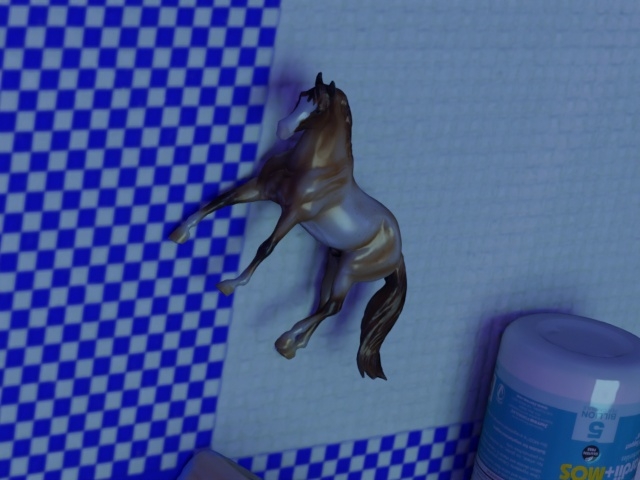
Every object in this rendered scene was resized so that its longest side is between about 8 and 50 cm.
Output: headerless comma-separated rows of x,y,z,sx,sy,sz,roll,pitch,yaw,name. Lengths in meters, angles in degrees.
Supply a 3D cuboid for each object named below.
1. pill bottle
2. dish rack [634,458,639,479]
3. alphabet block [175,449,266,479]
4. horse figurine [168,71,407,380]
0.213,0.210,1.816,0.146,0.146,0.264,-4,113,-37,pill bottle
0.421,0.240,2.045,0.333,0.072,0.285,-34,127,-22,dish rack
-0.041,0.318,1.630,0.192,0.197,0.193,34,88,-42,alphabet block
0.000,0.000,1.605,0.174,0.066,0.263,-45,129,-5,horse figurine
